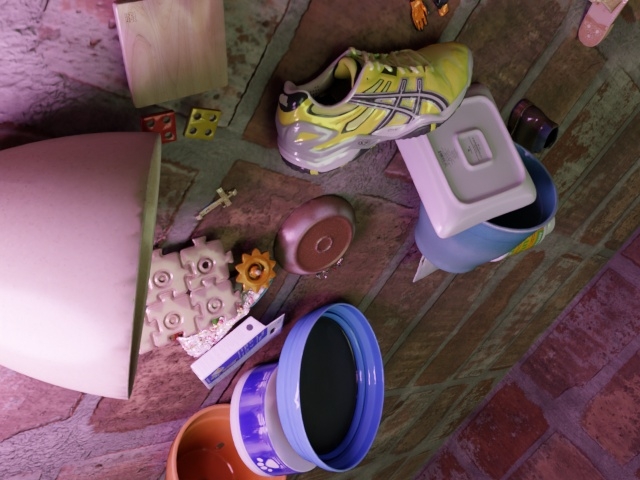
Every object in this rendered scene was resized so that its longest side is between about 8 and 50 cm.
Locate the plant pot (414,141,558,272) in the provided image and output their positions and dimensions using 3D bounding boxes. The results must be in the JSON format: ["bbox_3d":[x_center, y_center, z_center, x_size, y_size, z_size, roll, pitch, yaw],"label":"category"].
[{"bbox_3d":[0.344,-0.061,1.242,0.272,0.271,0.255,-21,154,-27],"label":"plant pot"}]

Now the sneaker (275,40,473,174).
[{"bbox_3d":[0.103,-0.247,0.897,0.385,0.145,0.147,-32,144,-17],"label":"sneaker"}]

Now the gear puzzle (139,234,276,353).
[{"bbox_3d":[-0.234,0.081,0.979,0.339,0.044,0.175,-19,109,-27],"label":"gear puzzle"}]

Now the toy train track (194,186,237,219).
[{"bbox_3d":[-0.178,-0.061,0.939,0.083,0.014,0.048,-36,145,-7],"label":"toy train track"}]

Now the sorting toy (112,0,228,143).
[{"bbox_3d":[-0.191,-0.245,0.700,0.132,0.046,0.274,-23,141,-25],"label":"sorting toy"}]

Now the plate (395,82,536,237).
[{"bbox_3d":[0.286,-0.171,1.060,0.278,0.277,0.045,-20,174,-28],"label":"plate"}]

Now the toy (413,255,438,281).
[{"bbox_3d":[0.327,0.013,1.467,0.237,0.056,0.136,-18,135,-38],"label":"toy"}]

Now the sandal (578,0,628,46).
[{"bbox_3d":[0.587,-0.502,1.135,0.079,0.088,0.240,-35,150,-20],"label":"sandal"}]

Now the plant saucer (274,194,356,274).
[{"bbox_3d":[0.000,0.000,1.138,0.199,0.036,0.198,-21,134,-23],"label":"plant saucer"}]

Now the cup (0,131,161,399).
[{"bbox_3d":[-0.331,0.018,0.658,0.237,0.331,0.330,6,127,-16],"label":"cup"}]

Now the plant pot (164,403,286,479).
[{"bbox_3d":[-0.259,0.579,1.348,0.291,0.290,0.203,-4,147,-42],"label":"plant pot"}]

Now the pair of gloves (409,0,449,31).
[{"bbox_3d":[0.189,-0.400,0.930,0.083,0.010,0.074,-39,145,-5],"label":"pair of gloves"}]

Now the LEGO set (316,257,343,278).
[{"bbox_3d":[0.016,0.060,1.254,0.083,0.023,0.054,-15,141,-52],"label":"LEGO set"}]

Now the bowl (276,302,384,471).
[{"bbox_3d":[0.031,0.347,1.322,0.077,0.390,0.391,-9,161,33],"label":"bowl"}]

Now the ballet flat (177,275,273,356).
[{"bbox_3d":[-0.193,0.132,1.078,0.241,0.091,0.077,-48,123,3],"label":"ballet flat"}]

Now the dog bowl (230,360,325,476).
[{"bbox_3d":[-0.090,0.424,1.316,0.104,0.264,0.265,-20,156,30],"label":"dog bowl"}]

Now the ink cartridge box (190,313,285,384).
[{"bbox_3d":[-0.171,0.227,1.161,0.208,0.045,0.206,-36,168,-18],"label":"ink cartridge box"}]

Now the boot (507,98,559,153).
[{"bbox_3d":[0.506,-0.227,1.336,0.082,0.106,0.219,-29,143,-17],"label":"boot"}]

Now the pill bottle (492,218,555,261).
[{"bbox_3d":[0.556,-0.034,1.563,0.246,0.136,0.136,-16,138,-32],"label":"pill bottle"}]
